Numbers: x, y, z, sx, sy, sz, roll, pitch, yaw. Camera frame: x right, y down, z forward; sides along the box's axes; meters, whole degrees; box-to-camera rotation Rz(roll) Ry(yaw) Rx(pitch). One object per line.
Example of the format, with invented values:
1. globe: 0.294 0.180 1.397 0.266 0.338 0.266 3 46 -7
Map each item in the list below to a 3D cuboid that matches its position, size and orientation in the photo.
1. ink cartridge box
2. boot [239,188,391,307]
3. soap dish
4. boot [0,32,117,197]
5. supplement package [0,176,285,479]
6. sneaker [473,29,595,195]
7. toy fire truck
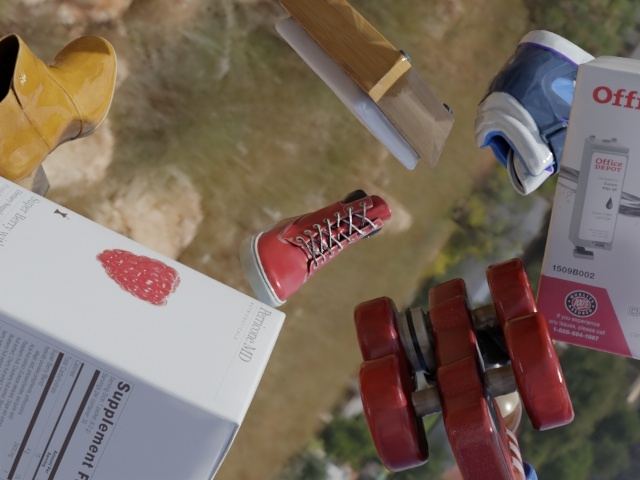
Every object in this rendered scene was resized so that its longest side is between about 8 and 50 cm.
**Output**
1. ink cartridge box: 0.339 -0.029 1.382 0.117 0.207 0.283 -23 123 -67
2. boot: 0.000 0.000 1.759 0.176 0.088 0.244 -22 -168 15
3. soap dish: 0.073 -0.263 2.182 0.118 0.291 0.229 -42 139 4
4. boot: -0.353 -0.199 1.748 0.211 0.104 0.295 81 27 -58
5. supplement package: -0.207 0.104 1.166 0.175 0.293 0.177 -63 -177 29
6. sneaker: 0.379 -0.138 2.038 0.236 0.323 0.130 -60 -176 -17
7. toy fire truck: 0.148 0.174 1.274 0.169 0.254 0.302 -17 -160 7
